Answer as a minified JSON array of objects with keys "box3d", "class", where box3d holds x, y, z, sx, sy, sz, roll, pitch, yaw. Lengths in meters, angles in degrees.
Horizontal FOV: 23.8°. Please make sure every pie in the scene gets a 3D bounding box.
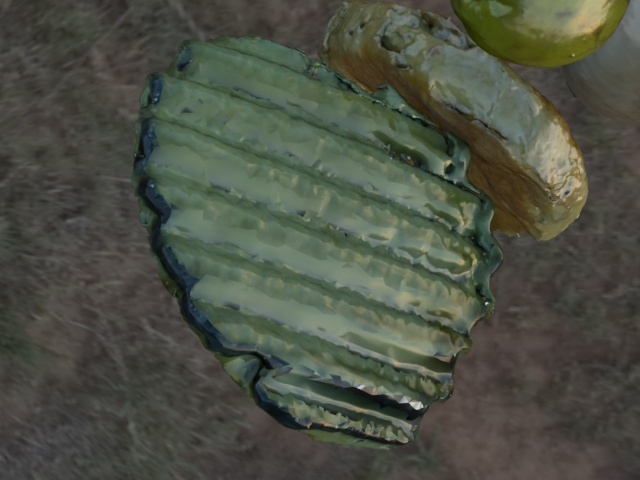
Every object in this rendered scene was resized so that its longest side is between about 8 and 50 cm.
[{"box3d":[0.138,-0.119,1.609,0.339,0.339,0.083,45,71,-16],"class":"pie"}]

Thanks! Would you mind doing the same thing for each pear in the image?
[{"box3d":[0.129,-0.152,0.859,0.131,0.107,0.107,-13,97,-48],"class":"pear"}]

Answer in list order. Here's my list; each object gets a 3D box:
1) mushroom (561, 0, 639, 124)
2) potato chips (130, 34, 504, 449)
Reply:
[{"box3d":[0.360,-0.299,1.556,0.294,0.362,0.362,38,78,5],"class":"mushroom"},{"box3d":[0.000,0.000,1.409,0.429,0.070,0.359,21,68,-34],"class":"potato chips"}]
